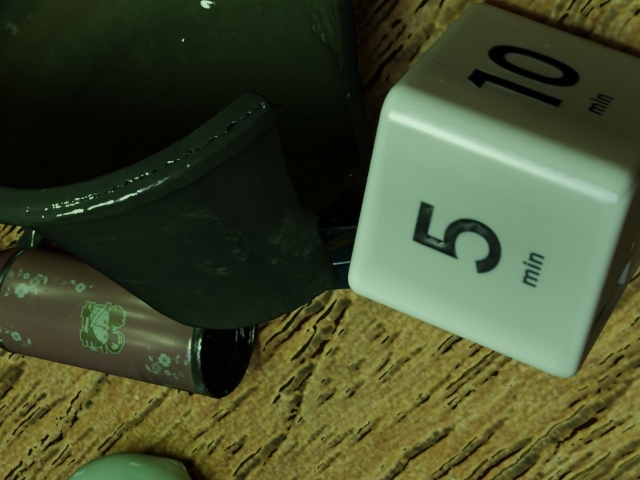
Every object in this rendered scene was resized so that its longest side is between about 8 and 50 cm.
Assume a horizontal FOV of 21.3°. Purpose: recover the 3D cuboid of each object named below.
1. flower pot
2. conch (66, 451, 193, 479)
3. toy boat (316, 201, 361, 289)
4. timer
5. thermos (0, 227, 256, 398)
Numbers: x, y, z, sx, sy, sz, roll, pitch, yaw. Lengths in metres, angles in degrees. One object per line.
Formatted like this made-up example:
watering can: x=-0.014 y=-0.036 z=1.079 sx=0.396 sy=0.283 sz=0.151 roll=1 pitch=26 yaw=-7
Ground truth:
flower pot: x=-0.106 y=-0.087 z=1.376 sx=0.379 sy=0.379 sz=0.251 roll=-1 pitch=140 yaw=30
conch: x=-0.188 y=0.314 z=1.790 sx=0.185 sy=0.121 sz=0.221 roll=22 pitch=132 yaw=19
toy boat: x=0.000 y=0.000 z=1.503 sx=0.246 sy=0.093 sz=0.103 roll=-5 pitch=79 yaw=24
timer: x=0.155 y=-0.042 z=1.317 sx=0.195 sy=0.192 sz=0.194 roll=23 pitch=128 yaw=15
thermos: x=-0.234 y=0.058 z=1.658 sx=0.330 sy=0.109 sz=0.136 roll=10 pitch=124 yaw=25
